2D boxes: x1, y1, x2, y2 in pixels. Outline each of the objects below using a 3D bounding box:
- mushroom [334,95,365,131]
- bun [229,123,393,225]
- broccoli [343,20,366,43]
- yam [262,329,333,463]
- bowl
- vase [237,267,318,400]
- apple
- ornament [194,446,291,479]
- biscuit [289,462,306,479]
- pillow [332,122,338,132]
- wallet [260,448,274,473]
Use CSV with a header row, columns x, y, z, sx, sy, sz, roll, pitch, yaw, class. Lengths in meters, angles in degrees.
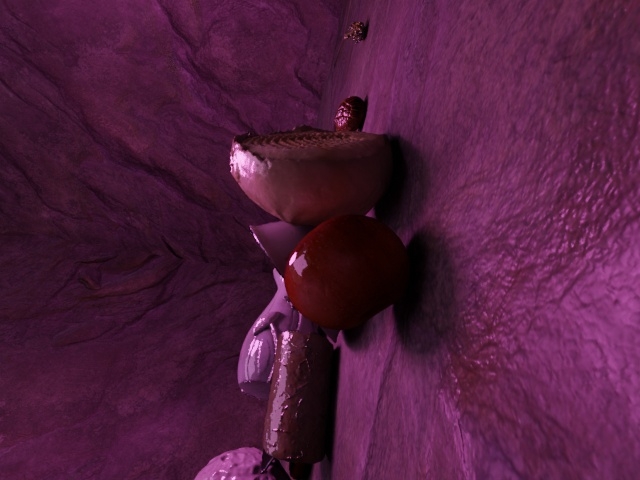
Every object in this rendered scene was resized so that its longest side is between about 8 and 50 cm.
x,y,z,sx,sy,sz,roll,pitch,yaw,class
0.092,-0.400,1.336,0.109,0.085,0.126,114,160,-57,mushroom
-0.016,-0.136,0.928,0.364,0.365,0.202,-99,9,-68,bun
0.128,-0.788,1.581,0.095,0.092,0.096,22,-121,-85,broccoli
-0.053,0.397,1.075,0.168,0.168,0.304,115,164,-62,yam
-0.009,0.062,1.005,0.157,0.345,0.345,-36,6,-4,bowl
-0.116,0.286,1.370,0.249,0.250,0.445,110,175,-52,vase
0.047,0.056,0.675,0.162,0.201,0.201,48,148,19,apple
-0.234,0.797,1.262,0.337,0.338,0.336,-170,90,-82,ornament
-0.056,0.607,1.243,0.192,0.050,0.191,-165,90,-88,biscuit
0.057,-0.339,1.619,0.212,0.052,0.208,104,172,-68,pillow
-0.102,0.557,1.306,0.247,0.041,0.323,-55,-2,-8,wallet
